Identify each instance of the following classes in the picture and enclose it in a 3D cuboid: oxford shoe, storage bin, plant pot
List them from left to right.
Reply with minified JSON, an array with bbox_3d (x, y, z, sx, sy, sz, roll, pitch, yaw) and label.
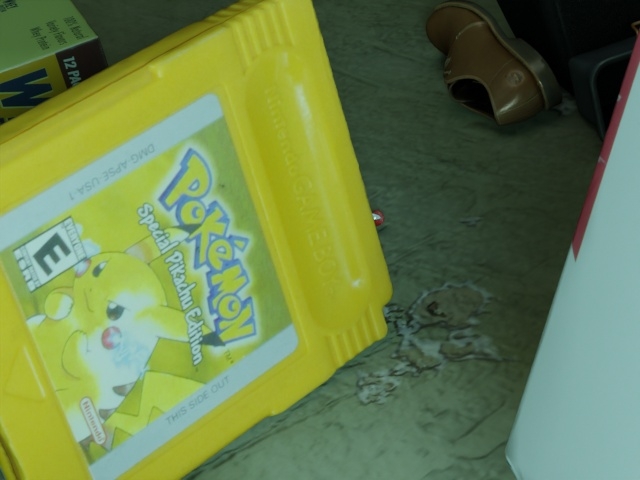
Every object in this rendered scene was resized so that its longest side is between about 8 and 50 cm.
[{"bbox_3d":[0.140,-0.167,1.506,0.076,0.076,0.212,-31,32,-6],"label":"oxford shoe"},{"bbox_3d":[0.257,-0.245,1.489,0.188,0.167,0.187,-20,32,-8],"label":"plant pot"},{"bbox_3d":[0.281,-0.146,1.400,0.135,0.098,0.091,-20,21,-10],"label":"storage bin"}]

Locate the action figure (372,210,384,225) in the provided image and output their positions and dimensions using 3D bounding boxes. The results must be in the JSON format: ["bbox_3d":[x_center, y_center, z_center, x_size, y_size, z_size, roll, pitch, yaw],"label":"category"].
[{"bbox_3d":[0.000,0.000,1.332,0.115,0.030,0.038,-19,26,-13],"label":"action figure"}]

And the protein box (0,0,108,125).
[{"bbox_3d":[-0.313,-0.136,1.572,0.201,0.136,0.200,-22,31,-12],"label":"protein box"}]

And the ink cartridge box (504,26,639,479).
[{"bbox_3d":[0.320,0.037,0.776,0.384,0.279,0.160,1,28,-22],"label":"ink cartridge box"}]

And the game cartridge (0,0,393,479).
[{"bbox_3d":[-0.100,0.018,1.091,0.323,0.285,0.052,-33,31,-27],"label":"game cartridge"}]
